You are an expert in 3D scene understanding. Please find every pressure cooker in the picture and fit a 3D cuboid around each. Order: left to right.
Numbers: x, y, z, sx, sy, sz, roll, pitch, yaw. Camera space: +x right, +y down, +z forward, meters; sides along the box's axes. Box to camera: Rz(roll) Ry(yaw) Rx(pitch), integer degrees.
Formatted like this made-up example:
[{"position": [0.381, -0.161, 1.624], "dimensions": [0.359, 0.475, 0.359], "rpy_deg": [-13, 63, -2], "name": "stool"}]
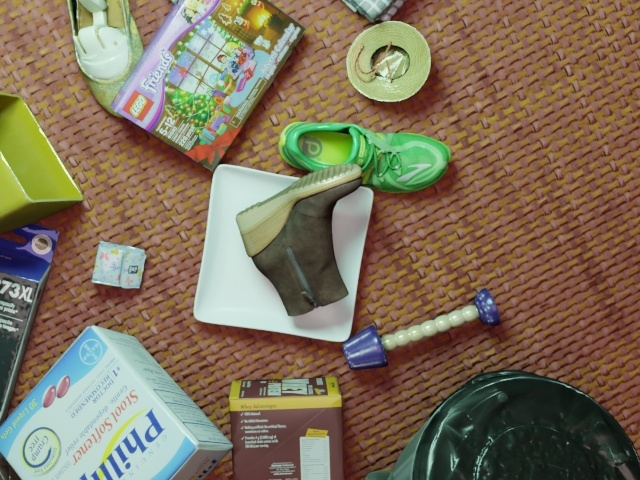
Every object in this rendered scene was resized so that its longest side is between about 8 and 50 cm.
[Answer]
[{"position": [0.289, 0.434, 1.668], "dimensions": [0.375, 0.420, 0.370], "rpy_deg": [-38, 75, -18], "name": "pressure cooker"}]

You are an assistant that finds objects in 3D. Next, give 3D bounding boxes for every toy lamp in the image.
[{"position": [0.173, 0.160, 1.789], "dimensions": [0.275, 0.080, 0.080], "rpy_deg": [-18, 97, -3], "name": "toy lamp"}]

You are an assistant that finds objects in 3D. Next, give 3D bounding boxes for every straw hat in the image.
[{"position": [0.121, -0.304, 1.743], "dimensions": [0.145, 0.061, 0.144], "rpy_deg": [1, 95, 14], "name": "straw hat"}]

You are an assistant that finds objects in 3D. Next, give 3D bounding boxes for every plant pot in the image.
[{"position": [-0.551, -0.104, 1.656], "dimensions": [0.187, 0.212, 0.212], "rpy_deg": [-33, 88, 9], "name": "plant pot"}]

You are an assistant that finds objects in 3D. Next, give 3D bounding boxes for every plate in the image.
[{"position": [-0.066, 0.022, 1.777], "dimensions": [0.277, 0.045, 0.277], "rpy_deg": [9, 96, -4], "name": "plate"}]

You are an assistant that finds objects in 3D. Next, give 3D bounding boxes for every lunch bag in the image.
[{"position": [-0.348, 0.043, 1.763], "dimensions": [0.083, 0.053, 0.071], "rpy_deg": [12, 97, -13], "name": "lunch bag"}]

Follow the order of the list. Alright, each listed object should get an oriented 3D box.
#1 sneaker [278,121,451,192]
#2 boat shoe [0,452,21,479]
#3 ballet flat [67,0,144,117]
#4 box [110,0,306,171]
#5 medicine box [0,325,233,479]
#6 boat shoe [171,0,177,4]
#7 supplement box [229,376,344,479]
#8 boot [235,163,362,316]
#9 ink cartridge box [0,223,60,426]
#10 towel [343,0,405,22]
[{"position": [0.075, -0.139, 1.726], "dimensions": [0.296, 0.123, 0.109], "rpy_deg": [6, 95, -4], "name": "sneaker"}, {"position": [-0.591, 0.410, 1.768], "dimensions": [0.324, 0.123, 0.116], "rpy_deg": [40, 137, -19], "name": "boat shoe"}, {"position": [-0.369, -0.375, 1.684], "dimensions": [0.123, 0.123, 0.348], "rpy_deg": [-8, 97, -2], "name": "ballet flat"}, {"position": [-0.186, -0.289, 1.699], "dimensions": [0.201, 0.057, 0.293], "rpy_deg": [31, 94, -26], "name": "box"}, {"position": [-0.345, 0.337, 1.691], "dimensions": [0.289, 0.149, 0.263], "rpy_deg": [43, 93, 23], "name": "medicine box"}, {"position": [-0.279, -0.502, 1.699], "dimensions": [0.070, 0.078, 0.219], "rpy_deg": [-36, 105, 2], "name": "boat shoe"}, {"position": [-0.059, 0.348, 1.770], "dimensions": [0.191, 0.129, 0.194], "rpy_deg": [-2, 96, -2], "name": "supplement box"}, {"position": [0.000, 0.000, 1.696], "dimensions": [0.248, 0.090, 0.206], "rpy_deg": [-25, 105, 22], "name": "boot"}, {"position": [-0.589, 0.136, 1.759], "dimensions": [0.176, 0.069, 0.370], "rpy_deg": [17, 93, -4], "name": "ink cartridge box"}, {"position": [0.072, -0.529, 1.686], "dimensions": [0.284, 0.121, 0.235], "rpy_deg": [41, 94, -6], "name": "towel"}]
